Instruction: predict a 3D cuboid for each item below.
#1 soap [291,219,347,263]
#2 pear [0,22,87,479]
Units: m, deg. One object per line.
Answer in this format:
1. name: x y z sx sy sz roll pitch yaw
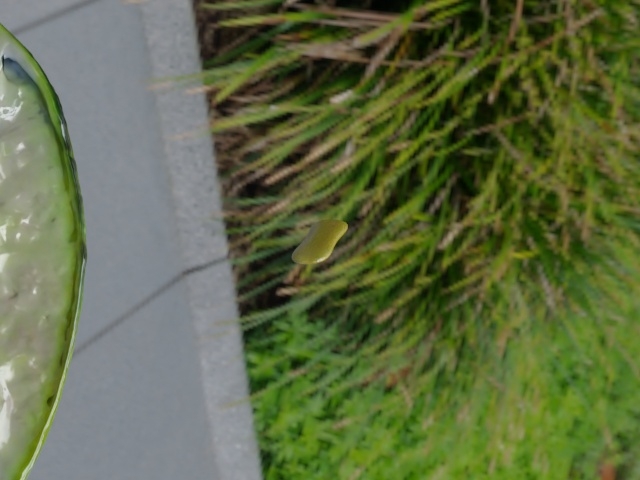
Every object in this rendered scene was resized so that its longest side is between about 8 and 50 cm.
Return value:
1. soap: 0.000 0.000 1.078 0.089 0.034 0.012 -57 143 -62
2. pear: -0.313 0.043 0.725 0.165 0.399 0.398 99 15 -70
